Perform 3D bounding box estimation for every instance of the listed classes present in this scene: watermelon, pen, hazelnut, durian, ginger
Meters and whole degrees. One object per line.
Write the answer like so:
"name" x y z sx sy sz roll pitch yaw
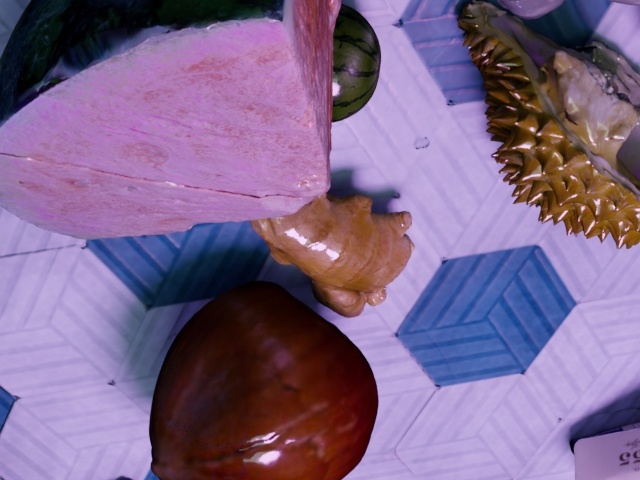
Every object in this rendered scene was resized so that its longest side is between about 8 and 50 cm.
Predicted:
"watermelon" -0.004 -0.144 0.862 0.109 0.109 0.109 -5 126 -7
"pen" 0.390 0.217 1.246 0.204 0.025 0.025 -14 127 0
"hazelnut" -0.064 0.164 1.005 0.229 0.229 0.229 -5 126 -7
"durian" 0.235 -0.088 0.923 0.306 0.172 0.166 29 92 -19
"watermelon" -0.116 -0.147 0.779 0.292 0.222 0.319 -3 162 16
"ginger" 0.014 -0.001 0.981 0.115 0.081 0.205 -7 143 34

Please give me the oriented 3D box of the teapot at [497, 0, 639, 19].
"teapot" 0.249 -0.275 0.800 0.294 0.129 0.193 -39 122 19

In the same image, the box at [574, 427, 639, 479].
"box" 0.426 0.288 1.227 0.168 0.071 0.259 -22 137 38
